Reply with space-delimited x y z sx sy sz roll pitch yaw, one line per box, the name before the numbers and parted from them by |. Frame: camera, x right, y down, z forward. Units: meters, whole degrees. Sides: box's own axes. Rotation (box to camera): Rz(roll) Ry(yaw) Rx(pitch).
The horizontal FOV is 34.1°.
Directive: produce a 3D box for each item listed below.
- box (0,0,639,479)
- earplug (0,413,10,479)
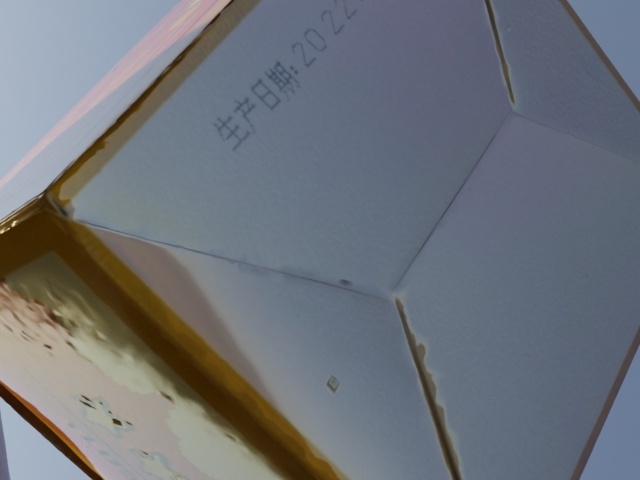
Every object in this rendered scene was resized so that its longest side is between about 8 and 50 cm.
box | 0.000 0.000 0.523 0.259 0.283 0.214 49 -34 -19
earplug | -0.398 0.202 1.070 0.172 0.172 0.301 8 -71 30
